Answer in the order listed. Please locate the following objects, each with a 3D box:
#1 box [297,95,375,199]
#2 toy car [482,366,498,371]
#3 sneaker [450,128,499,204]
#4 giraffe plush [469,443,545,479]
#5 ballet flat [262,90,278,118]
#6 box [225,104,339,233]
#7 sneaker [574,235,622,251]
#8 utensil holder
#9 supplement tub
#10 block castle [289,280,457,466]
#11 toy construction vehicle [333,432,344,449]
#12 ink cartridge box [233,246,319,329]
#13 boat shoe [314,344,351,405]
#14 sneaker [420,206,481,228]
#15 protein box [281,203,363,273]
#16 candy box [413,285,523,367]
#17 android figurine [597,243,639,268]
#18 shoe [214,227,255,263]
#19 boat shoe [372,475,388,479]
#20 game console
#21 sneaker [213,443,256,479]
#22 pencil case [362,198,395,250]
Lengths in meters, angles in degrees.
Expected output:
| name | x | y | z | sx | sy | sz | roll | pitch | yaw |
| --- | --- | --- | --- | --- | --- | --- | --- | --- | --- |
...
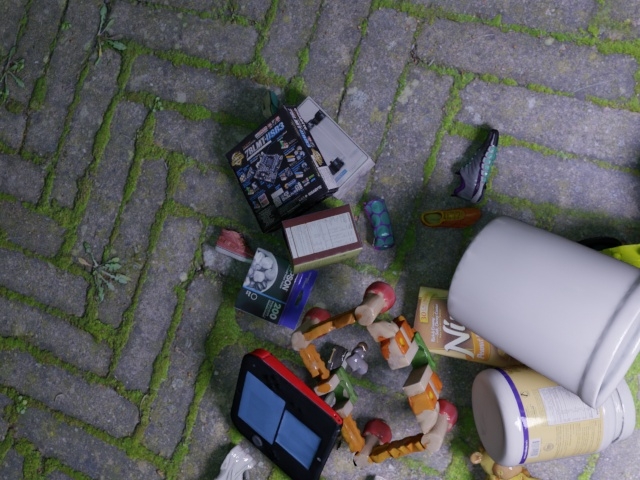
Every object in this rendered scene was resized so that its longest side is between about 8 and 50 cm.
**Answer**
| name | x | y | z | sx | sy | sz | roll | pitch | yaw |
| --- | --- | --- | --- | --- | --- | --- | --- | --- | --- |
| box | 0.010 | -0.288 | 1.793 | 0.169 | 0.087 | 0.290 | -44 | 76 | 8 |
| toy car | 0.489 | 0.419 | 1.621 | 0.060 | 0.040 | 0.122 | -2 | 84 | 16 |
| sneaker | 0.448 | -0.222 | 1.669 | 0.098 | 0.083 | 0.224 | 17 | 91 | 21 |
| giraffe plush | 0.490 | 0.616 | 1.525 | 0.210 | 0.181 | 0.170 | -3 | 106 | 44 |
| ballet flat | -0.161 | -0.417 | 1.844 | 0.052 | 0.057 | 0.168 | -32 | 39 | 21 |
| box | -0.126 | -0.213 | 1.769 | 0.295 | 0.073 | 0.293 | -31 | 81 | 34 |
| sneaker | 0.665 | 0.048 | 1.560 | 0.283 | 0.124 | 0.107 | -22 | 79 | 13 |
| utensil holder | 0.544 | 0.150 | 1.358 | 0.385 | 0.327 | 0.328 | 30 | 94 | 35 |
| supplement tub | 0.580 | 0.427 | 1.455 | 0.331 | 0.241 | 0.241 | -6 | 83 | -7 |
| block castle | 0.152 | 0.361 | 1.573 | 0.303 | 0.213 | 0.453 | -27 | 92 | 27 |
| toy construction vehicle | 0.032 | 0.590 | 1.743 | 0.086 | 0.035 | 0.098 | 18 | 88 | 27 |
| ink cartridge box | -0.137 | 0.153 | 1.792 | 0.208 | 0.045 | 0.206 | 22 | 92 | -1 |
| boat shoe | 0.023 | 0.427 | 1.735 | 0.068 | 0.081 | 0.228 | 26 | 85 | 18 |
| sneaker | 0.381 | -0.064 | 1.680 | 0.175 | 0.067 | 0.064 | -9 | 81 | 13 |
| protein box | 0.000 | 0.000 | 1.686 | 0.201 | 0.200 | 0.136 | -14 | 81 | -6 |
| candy box | 0.427 | 0.245 | 1.629 | 0.316 | 0.087 | 0.183 | 9 | 88 | 16 |
| android figurine | 0.785 | 0.073 | 1.440 | 0.248 | 0.273 | 0.056 | -6 | 68 | 27 |
| shoe | -0.257 | 0.018 | 1.854 | 0.178 | 0.063 | 0.081 | 19 | 94 | 20 |
| boat shoe | 0.271 | 0.740 | 1.626 | 0.277 | 0.098 | 0.096 | 11 | 89 | 18 |
| game console | -0.113 | 0.519 | 1.653 | 0.342 | 0.060 | 0.387 | 38 | 134 | 24 |
| sneaker | -0.279 | 0.763 | 1.786 | 0.115 | 0.090 | 0.232 | 29 | 94 | 13 |
| pencil case | 0.178 | -0.048 | 1.737 | 0.070 | 0.064 | 0.152 | -11 | 81 | -11 |
